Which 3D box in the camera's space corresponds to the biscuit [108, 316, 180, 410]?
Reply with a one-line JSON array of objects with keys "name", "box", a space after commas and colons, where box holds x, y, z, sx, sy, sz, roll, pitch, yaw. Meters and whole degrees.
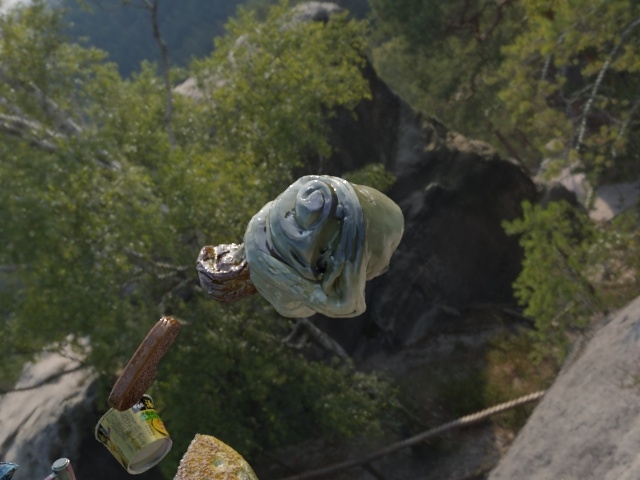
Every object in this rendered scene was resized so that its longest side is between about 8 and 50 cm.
[{"name": "biscuit", "box": [-0.316, 0.222, 1.342, 0.192, 0.036, 0.186, -57, -5, -5]}]

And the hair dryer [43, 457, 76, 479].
[{"name": "hair dryer", "box": [-0.822, 0.741, 2.235, 0.154, 0.106, 0.054, -25, 24, -33]}]

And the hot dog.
[{"name": "hot dog", "box": [-0.228, 0.057, 1.897, 0.175, 0.114, 0.259, -15, 23, -3]}]

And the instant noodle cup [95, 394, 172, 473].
[{"name": "instant noodle cup", "box": [-0.411, 0.440, 1.658, 0.151, 0.151, 0.122, -47, 64, -2]}]

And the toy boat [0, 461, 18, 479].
[{"name": "toy boat", "box": [-0.731, 0.570, 1.688, 0.137, 0.060, 0.060, -65, -13, 0]}]

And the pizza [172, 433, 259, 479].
[{"name": "pizza", "box": [-0.202, 0.570, 1.647, 0.258, 0.268, 0.087, -66, -6, -57]}]

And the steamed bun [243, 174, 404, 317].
[{"name": "steamed bun", "box": [0.000, 0.000, 1.658, 0.352, 0.247, 0.339, 11, 69, 12]}]
